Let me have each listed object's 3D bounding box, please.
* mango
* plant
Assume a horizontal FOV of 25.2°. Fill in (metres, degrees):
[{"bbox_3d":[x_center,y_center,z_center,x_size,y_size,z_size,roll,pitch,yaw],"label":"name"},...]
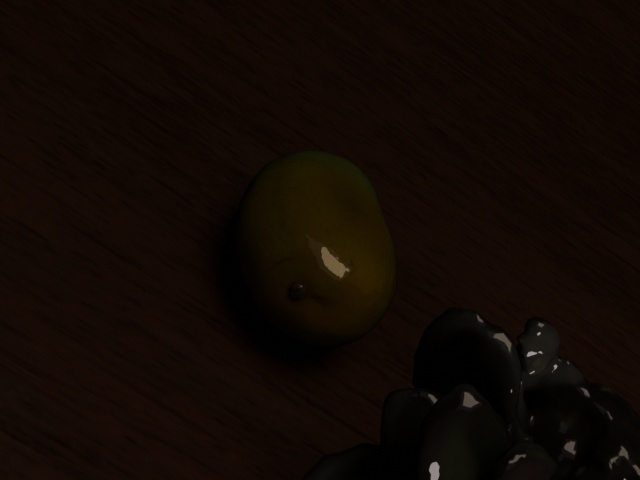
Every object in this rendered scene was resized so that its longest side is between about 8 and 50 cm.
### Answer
[{"bbox_3d":[0.000,0.000,1.026,0.130,0.092,0.194,38,29,-6],"label":"mango"},{"bbox_3d":[0.129,0.187,0.859,0.276,0.199,0.188,35,30,-24],"label":"plant"}]
